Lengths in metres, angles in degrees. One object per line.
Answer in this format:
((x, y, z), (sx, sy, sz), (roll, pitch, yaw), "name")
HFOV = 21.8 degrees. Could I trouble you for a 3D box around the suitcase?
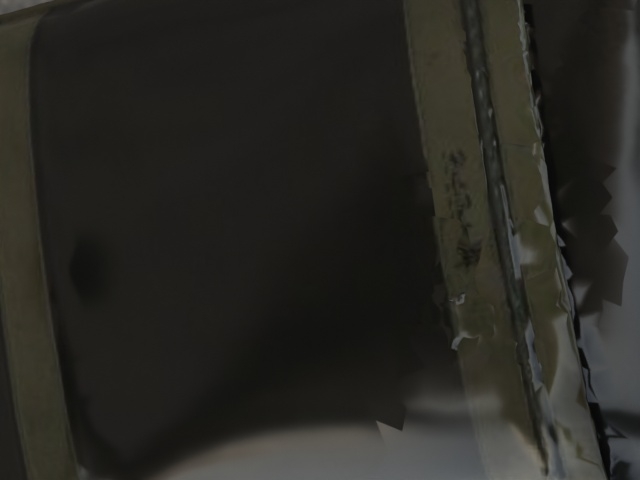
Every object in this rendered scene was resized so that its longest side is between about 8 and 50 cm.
((0.000, 0.000, 0.736), (0.194, 0.433, 0.283), (8, 73, -70), "suitcase")
